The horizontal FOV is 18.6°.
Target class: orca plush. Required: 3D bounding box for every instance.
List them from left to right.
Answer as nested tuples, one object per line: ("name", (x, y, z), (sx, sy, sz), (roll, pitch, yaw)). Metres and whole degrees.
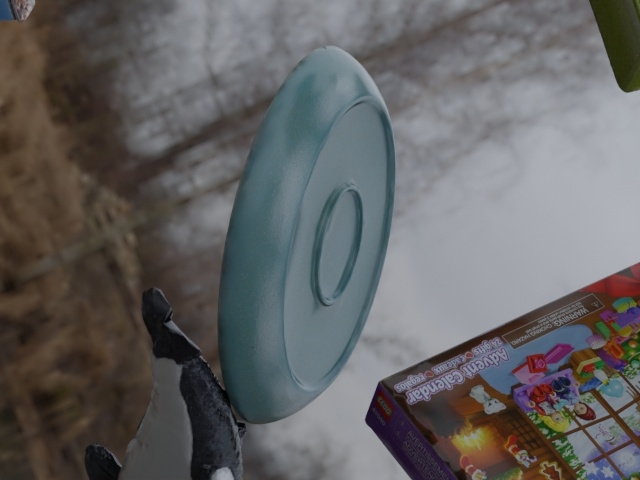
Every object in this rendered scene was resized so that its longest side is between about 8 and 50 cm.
("orca plush", (-0.108, 0.161, 1.582), (0.151, 0.102, 0.287), (10, -58, 31))

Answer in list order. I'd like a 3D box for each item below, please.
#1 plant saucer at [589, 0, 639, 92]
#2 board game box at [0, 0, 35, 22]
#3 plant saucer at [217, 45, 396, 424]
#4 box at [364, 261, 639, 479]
("plant saucer", (0.359, -0.259, 1.925), (0.045, 0.188, 0.188), (104, -30, -76))
("board game box", (-0.255, -0.234, 1.008), (0.232, 0.291, 0.141), (-66, 152, -47))
("plant saucer", (0.000, 0.000, 1.606), (0.317, 0.044, 0.317), (11, 90, -71))
("box", (0.209, 0.139, 1.475), (0.201, 0.293, 0.057), (51, -33, 27))
